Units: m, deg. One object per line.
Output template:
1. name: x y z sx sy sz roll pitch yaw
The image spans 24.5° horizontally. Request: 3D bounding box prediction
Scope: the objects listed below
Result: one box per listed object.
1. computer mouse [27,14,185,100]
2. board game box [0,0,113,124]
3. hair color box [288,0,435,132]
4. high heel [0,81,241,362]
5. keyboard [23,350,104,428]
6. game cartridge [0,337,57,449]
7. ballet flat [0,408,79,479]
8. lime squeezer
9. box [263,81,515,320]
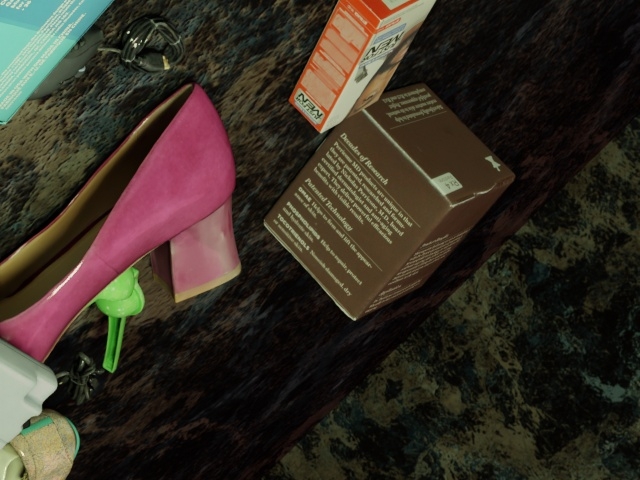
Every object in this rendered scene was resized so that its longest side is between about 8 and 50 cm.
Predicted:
1. computer mouse: -0.162 -0.128 1.065 0.071 0.041 0.242 -50 165 25
2. board game box: -0.191 -0.184 0.731 0.254 0.079 0.336 -46 166 14
3. hair color box: 0.041 -0.188 1.427 0.093 0.053 0.167 -33 165 -37
4. high heel: -0.239 0.002 1.217 0.377 0.127 0.181 -25 122 -29
5. keyboard: -0.292 0.155 1.378 0.201 0.033 0.317 -23 172 -13
6. game cartridge: -0.368 0.154 1.107 0.294 0.060 0.196 -41 136 10
7. ballet flat: -0.375 0.326 1.667 0.106 0.107 0.316 -10 126 -57
8. lime squeezer: -0.209 0.070 1.434 0.310 0.058 0.110 64 39 -80
9. box: 0.079 -0.047 1.714 0.203 0.167 0.168 -51 163 31
